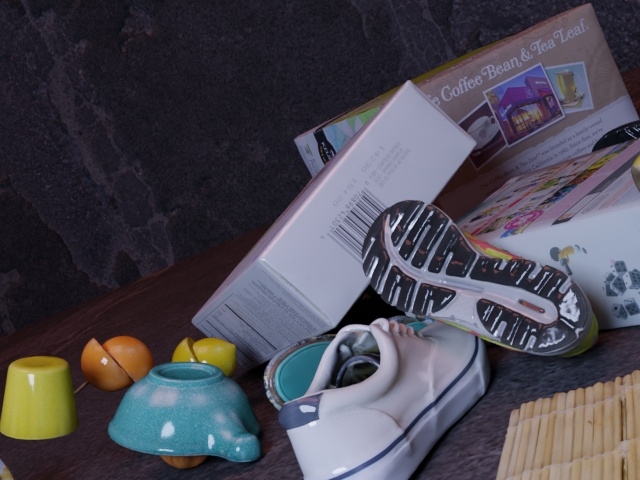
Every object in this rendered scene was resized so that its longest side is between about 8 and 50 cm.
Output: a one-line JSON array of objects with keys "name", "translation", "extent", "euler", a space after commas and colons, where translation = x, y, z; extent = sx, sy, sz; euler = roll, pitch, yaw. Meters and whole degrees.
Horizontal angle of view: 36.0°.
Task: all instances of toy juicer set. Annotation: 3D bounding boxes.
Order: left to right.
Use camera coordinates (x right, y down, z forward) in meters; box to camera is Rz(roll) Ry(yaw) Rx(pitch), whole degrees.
[{"name": "toy juicer set", "translation": [-0.107, 0.154, 0.910], "extent": [0.329, 0.089, 0.209], "euler": [4, 8, 18]}]

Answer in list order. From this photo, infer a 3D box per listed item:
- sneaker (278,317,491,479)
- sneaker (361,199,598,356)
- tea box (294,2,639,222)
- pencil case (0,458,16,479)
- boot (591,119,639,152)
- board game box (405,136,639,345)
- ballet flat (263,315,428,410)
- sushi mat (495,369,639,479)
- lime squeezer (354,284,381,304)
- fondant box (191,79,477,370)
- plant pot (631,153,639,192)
[{"name": "sneaker", "translation": [0.055, 0.096, 0.712], "extent": [0.094, 0.091, 0.258], "euler": [-22, 7, 27]}, {"name": "sneaker", "translation": [0.119, 0.038, 0.748], "extent": [0.208, 0.081, 0.094], "euler": [31, 3, 39]}, {"name": "tea box", "translation": [0.197, -0.133, 1.353], "extent": [0.329, 0.220, 0.323], "euler": [-28, 7, -21]}, {"name": "pencil case", "translation": [-0.336, 0.255, 0.789], "extent": [0.124, 0.113, 0.273], "euler": [18, 9, -1]}, {"name": "boot", "translation": [0.424, -0.120, 0.990], "extent": [0.246, 0.094, 0.207], "euler": [-8, 21, 44]}, {"name": "board game box", "translation": [0.239, -0.010, 0.837], "extent": [0.224, 0.097, 0.303], "euler": [-32, 11, -40]}, {"name": "ballet flat", "translation": [0.015, 0.107, 0.813], "extent": [0.188, 0.070, 0.070], "euler": [-7, -7, -43]}, {"name": "sushi mat", "translation": [0.143, 0.130, 0.465], "extent": [0.151, 0.019, 0.316], "euler": [-21, 9, 21]}, {"name": "lime squeezer", "translation": [0.038, 0.060, 1.169], "extent": [0.310, 0.059, 0.110], "euler": [-17, 11, 44]}, {"name": "fondant box", "translation": [0.000, 0.000, 1.030], "extent": [0.238, 0.096, 0.330], "euler": [-51, 6, -22]}, {"name": "plant pot", "translation": [0.291, -0.049, 0.456], "extent": [0.239, 0.254, 0.254], "euler": [-39, 5, 9]}]
